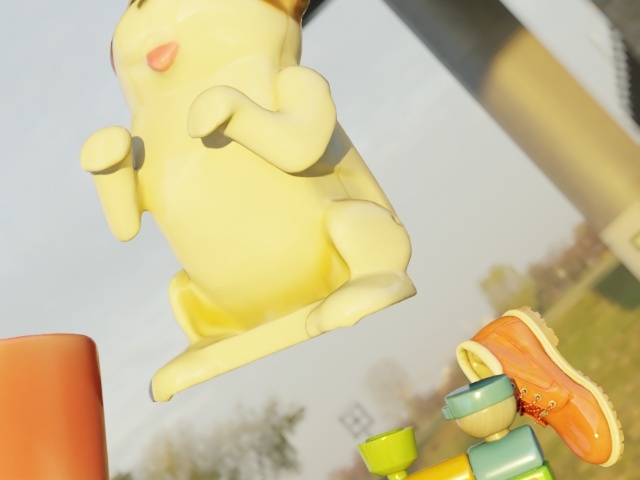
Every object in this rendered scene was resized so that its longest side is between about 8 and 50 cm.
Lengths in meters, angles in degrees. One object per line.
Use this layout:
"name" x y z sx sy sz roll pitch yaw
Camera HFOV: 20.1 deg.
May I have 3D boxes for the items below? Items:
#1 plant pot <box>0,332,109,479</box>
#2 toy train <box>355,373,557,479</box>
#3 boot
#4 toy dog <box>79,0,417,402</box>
"plant pot" -0.299 0.231 1.564 0.275 0.243 0.275 -15 -10 -3
"toy train" 0.065 0.210 1.392 0.248 0.143 0.105 -23 -4 9
"boot" 0.178 0.131 1.479 0.085 0.158 0.059 -20 -30 -38
"toy dog" -0.063 -0.100 1.817 0.284 0.408 0.395 -22 1 37
